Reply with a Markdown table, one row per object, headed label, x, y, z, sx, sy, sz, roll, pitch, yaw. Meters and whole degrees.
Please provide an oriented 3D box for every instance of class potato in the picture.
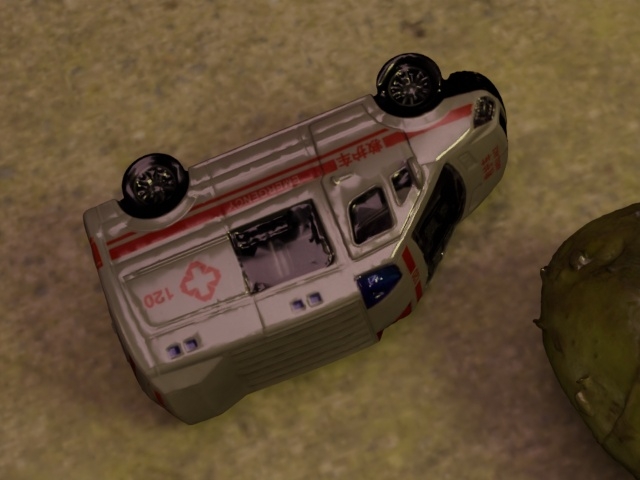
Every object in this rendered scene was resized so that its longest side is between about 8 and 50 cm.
| label | x | y | z | sx | sy | sz | roll | pitch | yaw |
| --- | --- | --- | --- | --- | --- | --- | --- | --- | --- |
| potato | 0.182 | 0.075 | 0.667 | 0.117 | 0.090 | 0.225 | -36 | 69 | -17 |

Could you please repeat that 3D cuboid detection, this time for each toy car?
| label | x | y | z | sx | sy | sz | roll | pitch | yaw |
| --- | --- | --- | --- | --- | --- | --- | --- | --- | --- |
| toy car | 0.000 | 0.000 | 0.738 | 0.209 | 0.089 | 0.108 | -22 | 61 | 0 |
